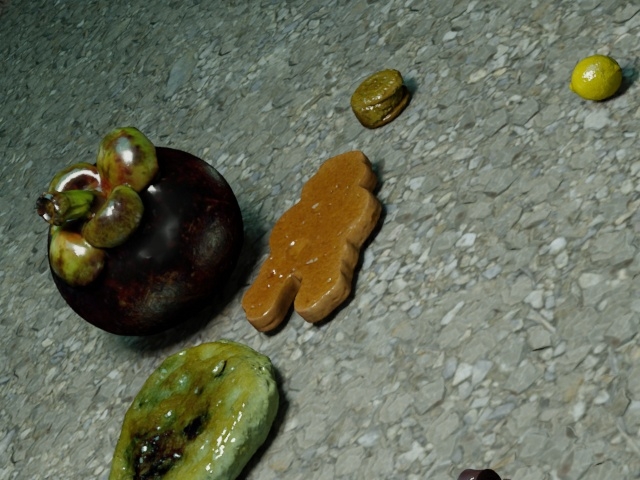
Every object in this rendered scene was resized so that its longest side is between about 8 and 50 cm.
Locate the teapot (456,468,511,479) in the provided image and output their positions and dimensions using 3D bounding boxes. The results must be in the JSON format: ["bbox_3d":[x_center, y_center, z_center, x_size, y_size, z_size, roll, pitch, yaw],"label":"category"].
[{"bbox_3d":[0.180,0.279,1.638,0.045,0.067,0.100,-10,8,40],"label":"teapot"}]

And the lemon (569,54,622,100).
[{"bbox_3d":[0.376,-0.221,2.068,0.083,0.062,0.062,-19,36,42],"label":"lemon"}]

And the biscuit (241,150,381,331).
[{"bbox_3d":[0.000,0.000,2.253,0.202,0.047,0.333,-16,40,38],"label":"biscuit"}]

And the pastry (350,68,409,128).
[{"bbox_3d":[0.095,-0.228,2.434,0.109,0.057,0.097,-15,34,37],"label":"pastry"}]

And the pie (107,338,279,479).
[{"bbox_3d":[-0.185,0.262,2.109,0.323,0.070,0.323,-32,31,22],"label":"pie"}]

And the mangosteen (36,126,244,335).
[{"bbox_3d":[-0.280,-0.011,2.345,0.330,0.330,0.330,-31,31,21],"label":"mangosteen"}]
